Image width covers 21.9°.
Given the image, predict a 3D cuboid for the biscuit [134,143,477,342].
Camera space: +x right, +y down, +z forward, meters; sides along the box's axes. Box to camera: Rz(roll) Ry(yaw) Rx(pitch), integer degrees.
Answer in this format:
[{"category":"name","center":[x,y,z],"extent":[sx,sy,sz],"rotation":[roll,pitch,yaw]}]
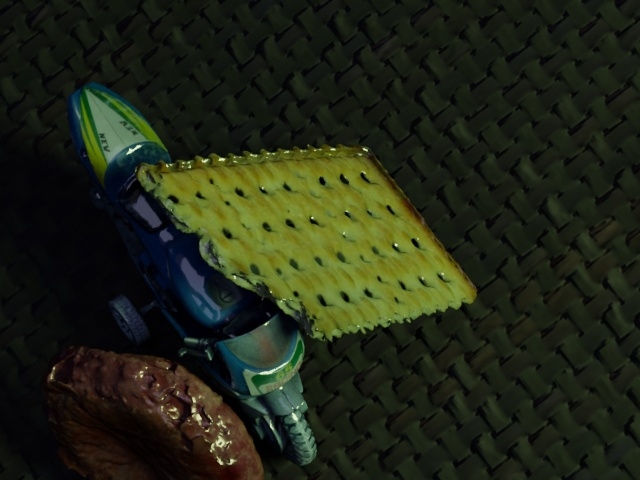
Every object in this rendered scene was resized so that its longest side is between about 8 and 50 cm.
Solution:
[{"category":"biscuit","center":[0.001,-0.001,0.973],"extent":[0.144,0.203,0.016],"rotation":[53,125,20]}]

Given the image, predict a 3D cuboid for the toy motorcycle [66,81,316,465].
[{"category":"toy motorcycle","center":[-0.074,0.021,0.991],"extent":[0.092,0.135,0.254],"rotation":[-32,79,-16]}]

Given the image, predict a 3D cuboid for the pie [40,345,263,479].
[{"category":"pie","center":[-0.102,0.123,0.983],"extent":[0.153,0.153,0.038],"rotation":[24,47,15]}]
